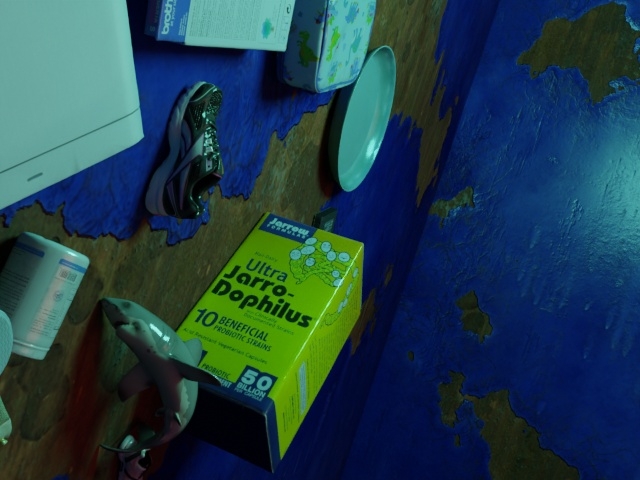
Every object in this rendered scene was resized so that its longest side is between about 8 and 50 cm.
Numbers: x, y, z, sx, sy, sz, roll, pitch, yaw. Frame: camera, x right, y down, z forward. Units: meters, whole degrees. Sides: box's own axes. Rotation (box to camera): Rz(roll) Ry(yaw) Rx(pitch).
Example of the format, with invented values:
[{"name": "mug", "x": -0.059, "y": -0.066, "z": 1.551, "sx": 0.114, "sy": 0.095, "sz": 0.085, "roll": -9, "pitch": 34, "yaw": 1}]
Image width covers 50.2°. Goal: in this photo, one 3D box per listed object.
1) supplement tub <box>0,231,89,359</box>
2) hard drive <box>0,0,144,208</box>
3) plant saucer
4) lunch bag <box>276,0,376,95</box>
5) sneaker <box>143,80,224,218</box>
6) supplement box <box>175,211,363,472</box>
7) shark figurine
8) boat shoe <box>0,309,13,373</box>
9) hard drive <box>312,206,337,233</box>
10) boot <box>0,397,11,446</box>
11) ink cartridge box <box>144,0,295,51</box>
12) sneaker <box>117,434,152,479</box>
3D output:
[{"name": "supplement tub", "x": -0.275, "y": 0.052, "z": 0.655, "sx": 0.107, "sy": 0.071, "sz": 0.071, "roll": -67, "pitch": 162, "yaw": -10}, {"name": "hard drive", "x": -0.242, "y": -0.184, "z": 0.470, "sx": 0.233, "sy": 0.047, "sz": 0.353, "roll": -36, "pitch": 144, "yaw": -37}, {"name": "plant saucer", "x": 0.086, "y": -0.263, "z": 1.474, "sx": 0.317, "sy": 0.044, "sz": 0.317, "roll": 18, "pitch": 90, "yaw": -72}, {"name": "lunch bag", "x": 0.011, "y": -0.329, "z": 1.096, "sx": 0.219, "sy": 0.090, "sz": 0.176, "roll": -39, "pitch": 143, "yaw": -60}, {"name": "sneaker", "x": -0.150, "y": -0.106, "z": 0.859, "sx": 0.072, "sy": 0.077, "sz": 0.178, "roll": 16, "pitch": 92, "yaw": -74}, {"name": "supplement box", "x": -0.084, "y": 0.156, "z": 1.134, "sx": 0.195, "sy": 0.194, "sz": 0.356, "roll": 90, "pitch": 25, "yaw": -47}, {"name": "shark figurine", "x": -0.194, "y": 0.188, "z": 0.907, "sx": 0.116, "sy": 0.166, "sz": 0.278, "roll": -64, "pitch": 165, "yaw": -55}, {"name": "boat shoe", "x": -0.345, "y": 0.102, "z": 0.449, "sx": 0.302, "sy": 0.094, "sz": 0.109, "roll": -18, "pitch": 115, "yaw": -70}, {"name": "hard drive", "x": 0.000, "y": 0.000, "z": 1.515, "sx": 0.094, "sy": 0.022, "sz": 0.135, "roll": -32, "pitch": 137, "yaw": -64}, {"name": "boot", "x": -0.349, "y": 0.219, "z": 0.596, "sx": 0.165, "sy": 0.077, "sz": 0.213, "roll": -44, "pitch": 145, "yaw": -59}, {"name": "ink cartridge box", "x": -0.109, "y": -0.320, "z": 0.792, "sx": 0.311, "sy": 0.065, "sz": 0.185, "roll": -35, "pitch": 141, "yaw": -66}, {"name": "sneaker", "x": -0.271, "y": 0.335, "z": 1.006, "sx": 0.040, "sy": 0.044, "sz": 0.109, "roll": -54, "pitch": 157, "yaw": -49}]
